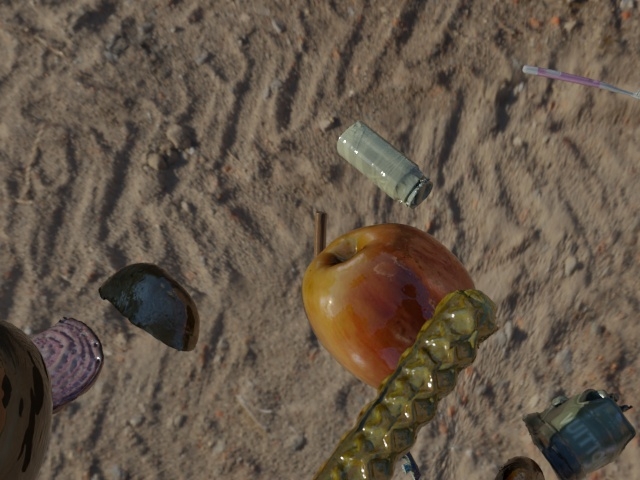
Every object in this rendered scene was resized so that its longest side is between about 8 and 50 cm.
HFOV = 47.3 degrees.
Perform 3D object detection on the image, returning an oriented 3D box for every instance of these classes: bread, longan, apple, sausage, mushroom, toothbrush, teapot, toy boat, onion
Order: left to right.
[{"bbox_3d":[-0.291,0.145,0.558,0.189,0.189,0.189,-3,74,9],"label":"longan"},{"bbox_3d":[-0.542,0.286,1.450,0.250,0.111,0.247,-25,38,-30],"label":"onion"},{"bbox_3d":[-0.262,0.088,1.125,0.209,0.072,0.094,35,93,32],"label":"mushroom"},{"bbox_3d":[0.000,0.000,1.460,0.026,0.026,0.116,4,102,11],"label":"sausage"},{"bbox_3d":[0.127,-0.138,1.450,0.077,0.107,0.200,-40,66,-18],"label":"teapot"},{"bbox_3d":[0.103,0.091,1.077,0.241,0.242,0.242,44,84,-23],"label":"apple"},{"bbox_3d":[0.089,0.207,0.867,0.084,0.077,0.367,26,73,43],"label":"bread"},{"bbox_3d":[0.201,0.515,1.673,0.038,0.038,0.083,-31,63,1],"label":"toy boat"},{"bbox_3d":[0.240,0.325,0.875,0.109,0.085,0.126,41,44,-18],"label":"mushroom"},{"bbox_3d":[0.574,-0.338,1.559,0.286,0.025,0.020,14,61,5],"label":"toothbrush"}]

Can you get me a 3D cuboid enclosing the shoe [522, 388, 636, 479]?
[{"bbox_3d":[0.389,0.279,1.077,0.149,0.293,0.109,-34,76,8],"label":"shoe"}]
